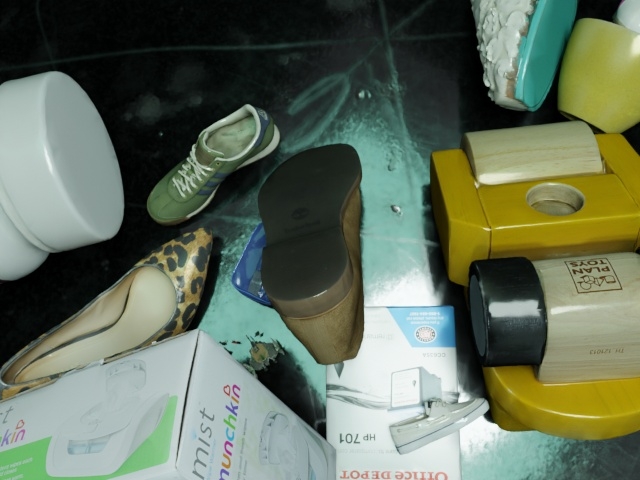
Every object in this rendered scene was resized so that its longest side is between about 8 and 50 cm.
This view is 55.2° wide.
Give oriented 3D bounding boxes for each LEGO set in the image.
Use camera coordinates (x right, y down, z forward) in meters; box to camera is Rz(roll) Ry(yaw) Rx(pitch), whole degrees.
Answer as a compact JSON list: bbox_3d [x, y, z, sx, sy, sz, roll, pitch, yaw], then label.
[{"bbox_3d":[-0.079,0.132,0.714,0.083,0.023,0.054,14,78,21],"label":"LEGO set"}]

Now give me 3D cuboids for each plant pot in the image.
[{"bbox_3d":[0.324,-0.174,0.692,0.134,0.134,0.095,32,105,10],"label":"plant pot"}]

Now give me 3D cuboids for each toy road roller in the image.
[{"bbox_3d":[0.233,0.050,0.636,0.202,0.241,0.330,-5,41,4],"label":"toy road roller"}]

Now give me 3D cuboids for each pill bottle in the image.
[{"bbox_3d":[-0.441,-0.043,0.675,0.392,0.224,0.224,-15,78,3],"label":"pill bottle"}]

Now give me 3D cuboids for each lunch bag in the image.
[{"bbox_3d":[-0.054,0.026,0.707,0.067,0.065,0.099,23,82,9],"label":"lunch bag"}]

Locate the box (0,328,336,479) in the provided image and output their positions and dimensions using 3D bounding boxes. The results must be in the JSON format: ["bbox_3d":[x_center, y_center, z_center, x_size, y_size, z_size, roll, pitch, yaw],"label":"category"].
[{"bbox_3d":[-0.151,0.218,0.549,0.261,0.231,0.127,-21,41,19],"label":"box"}]

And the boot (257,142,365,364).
[{"bbox_3d":[0.000,0.000,0.650,0.112,0.115,0.305,-12,36,13],"label":"boot"}]

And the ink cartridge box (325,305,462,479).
[{"bbox_3d":[0.076,0.169,0.659,0.139,0.082,0.191,-2,77,5],"label":"ink cartridge box"}]

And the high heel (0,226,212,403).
[{"bbox_3d":[-0.215,0.076,0.649,0.093,0.186,0.261,36,84,13],"label":"high heel"}]

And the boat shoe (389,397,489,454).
[{"bbox_3d":[0.114,0.171,0.596,0.100,0.035,0.035,-27,81,4],"label":"boat shoe"}]

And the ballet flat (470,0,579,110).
[{"bbox_3d":[0.259,-0.332,0.737,0.146,0.147,0.409,23,79,9],"label":"ballet flat"}]

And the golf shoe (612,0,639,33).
[{"bbox_3d":[0.396,-0.288,0.692,0.067,0.086,0.186,39,62,17],"label":"golf shoe"}]

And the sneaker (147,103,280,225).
[{"bbox_3d":[-0.137,-0.096,0.728,0.192,0.086,0.064,-37,78,-3],"label":"sneaker"}]
